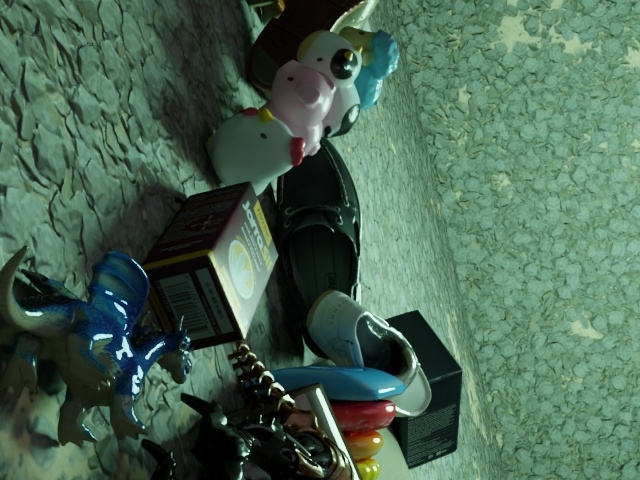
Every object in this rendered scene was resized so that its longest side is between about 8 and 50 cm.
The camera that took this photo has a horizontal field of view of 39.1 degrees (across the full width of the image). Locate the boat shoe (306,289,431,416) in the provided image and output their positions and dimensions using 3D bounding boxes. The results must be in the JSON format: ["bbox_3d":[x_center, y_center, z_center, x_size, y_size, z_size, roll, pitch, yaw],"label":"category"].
[{"bbox_3d":[0.088,0.173,1.232,0.277,0.096,0.098,46,70,-40],"label":"boat shoe"}]

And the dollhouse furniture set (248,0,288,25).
[{"bbox_3d":[-0.085,-0.508,1.389,0.262,0.135,0.259,44,36,-63],"label":"dollhouse furniture set"}]

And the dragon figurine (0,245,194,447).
[{"bbox_3d":[-0.181,0.061,0.695,0.289,0.085,0.144,66,17,-49],"label":"dragon figurine"}]

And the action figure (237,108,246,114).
[{"bbox_3d":[-0.097,-0.169,1.279,0.115,0.030,0.038,-40,121,-78],"label":"action figure"}]

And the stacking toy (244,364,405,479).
[{"bbox_3d":[0.008,0.305,1.095,0.166,0.175,0.302,17,73,-69],"label":"stacking toy"}]

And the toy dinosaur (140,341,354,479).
[{"bbox_3d":[-0.042,0.231,0.806,0.218,0.164,0.322,17,13,-35],"label":"toy dinosaur"}]

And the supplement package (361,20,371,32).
[{"bbox_3d":[0.051,-0.363,1.806,0.179,0.105,0.105,-74,147,-58],"label":"supplement package"}]

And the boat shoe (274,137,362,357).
[{"bbox_3d":[-0.004,0.001,1.292,0.113,0.127,0.340,42,46,-83],"label":"boat shoe"}]

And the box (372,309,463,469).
[{"bbox_3d":[0.146,0.244,1.468,0.153,0.108,0.207,-123,-157,-45],"label":"box"}]

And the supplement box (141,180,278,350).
[{"bbox_3d":[-0.114,0.024,0.972,0.188,0.081,0.104,-72,145,-62],"label":"supplement box"}]

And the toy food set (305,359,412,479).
[{"bbox_3d":[0.041,0.295,1.325,0.220,0.092,0.306,69,12,13],"label":"toy food set"}]

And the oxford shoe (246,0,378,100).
[{"bbox_3d":[0.017,-0.357,1.410,0.123,0.348,0.130,39,-4,19],"label":"oxford shoe"}]

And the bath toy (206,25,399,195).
[{"bbox_3d":[-0.015,-0.183,1.211,0.348,0.129,0.151,-46,122,-46],"label":"bath toy"}]

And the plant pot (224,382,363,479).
[{"bbox_3d":[-0.031,0.248,0.961,0.167,0.167,0.165,3,68,-74],"label":"plant pot"}]
